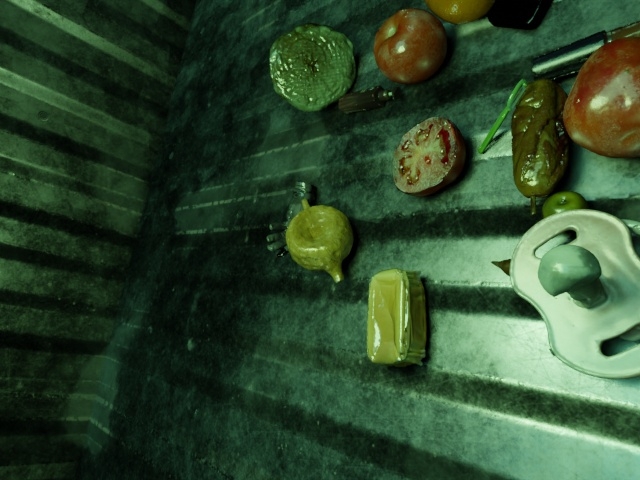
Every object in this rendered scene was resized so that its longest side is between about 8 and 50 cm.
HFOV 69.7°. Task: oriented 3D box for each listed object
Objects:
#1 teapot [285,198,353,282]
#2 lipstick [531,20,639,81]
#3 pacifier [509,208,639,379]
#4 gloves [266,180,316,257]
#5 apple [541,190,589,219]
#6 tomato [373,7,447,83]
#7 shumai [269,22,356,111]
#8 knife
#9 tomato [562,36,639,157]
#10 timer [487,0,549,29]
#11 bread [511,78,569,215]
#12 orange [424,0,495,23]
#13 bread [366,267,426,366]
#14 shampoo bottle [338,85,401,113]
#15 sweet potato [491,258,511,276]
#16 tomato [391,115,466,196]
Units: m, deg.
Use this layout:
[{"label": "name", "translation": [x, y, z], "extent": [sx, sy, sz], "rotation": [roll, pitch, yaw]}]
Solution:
[{"label": "teapot", "translation": [0.000, 0.000, 1.421], "extent": [0.203, 0.167, 0.311], "rotation": [-24, 52, -3]}, {"label": "lipstick", "translation": [0.661, -0.425, 0.958], "extent": [0.418, 0.077, 0.077], "rotation": [-8, 69, 43]}, {"label": "pacifier", "translation": [0.488, 0.084, 0.842], "extent": [0.220, 0.273, 0.332], "rotation": [107, 151, -50]}, {"label": "gloves", "translation": [-0.085, -0.073, 1.561], "extent": [0.142, 0.119, 0.285], "rotation": [7, 66, 58]}, {"label": "apple", "translation": [0.517, -0.064, 0.970], "extent": [0.089, 0.074, 0.090], "rotation": [-20, 46, 21]}, {"label": "tomato", "translation": [0.263, -0.558, 1.336], "extent": [0.208, 0.184, 0.208], "rotation": [-28, 51, 41]}, {"label": "shumai", "translation": [-0.051, -0.594, 1.650], "extent": [0.263, 0.309, 0.304], "rotation": [-160, 81, -72]}, {"label": "knife", "translation": [0.436, -0.298, 1.113], "extent": [0.212, 0.015, 0.054], "rotation": [110, 176, -48]}, {"label": "tomato", "translation": [0.594, -0.274, 0.886], "extent": [0.232, 0.188, 0.232], "rotation": [-16, 66, 42]}, {"label": "timer", "translation": [0.537, -0.643, 1.189], "extent": [0.144, 0.055, 0.187], "rotation": [40, 108, 48]}, {"label": "bread", "translation": [0.480, -0.215, 1.023], "extent": [0.124, 0.084, 0.344], "rotation": [-23, 49, 57]}, {"label": "orange", "translation": [0.379, -0.705, 1.226], "extent": [0.171, 0.240, 0.240], "rotation": [-32, 42, -16]}, {"label": "bread", "translation": [0.196, 0.197, 1.173], "extent": [0.136, 0.107, 0.241], "rotation": [-15, 64, 44]}, {"label": "shampoo bottle", "translation": [0.158, -0.460, 1.492], "extent": [0.236, 0.067, 0.068], "rotation": [3, 68, 46]}, {"label": "sweet potato", "translation": [0.433, 0.062, 1.032], "extent": [0.117, 0.049, 0.049], "rotation": [20, 90, 54]}, {"label": "tomato", "translation": [0.297, -0.218, 1.245], "extent": [0.225, 0.085, 0.225], "rotation": [-20, 63, 44]}]
